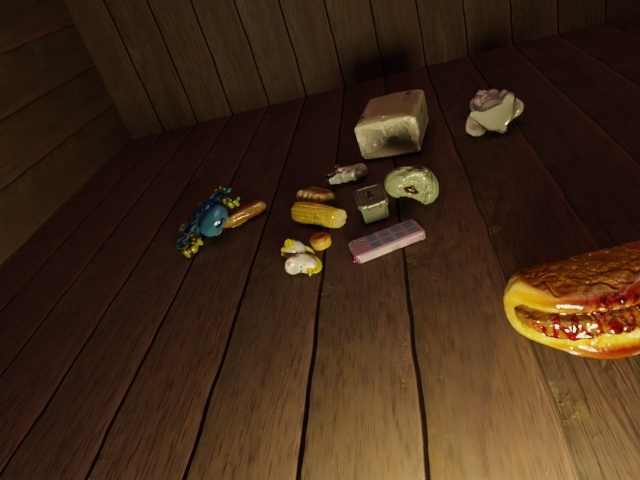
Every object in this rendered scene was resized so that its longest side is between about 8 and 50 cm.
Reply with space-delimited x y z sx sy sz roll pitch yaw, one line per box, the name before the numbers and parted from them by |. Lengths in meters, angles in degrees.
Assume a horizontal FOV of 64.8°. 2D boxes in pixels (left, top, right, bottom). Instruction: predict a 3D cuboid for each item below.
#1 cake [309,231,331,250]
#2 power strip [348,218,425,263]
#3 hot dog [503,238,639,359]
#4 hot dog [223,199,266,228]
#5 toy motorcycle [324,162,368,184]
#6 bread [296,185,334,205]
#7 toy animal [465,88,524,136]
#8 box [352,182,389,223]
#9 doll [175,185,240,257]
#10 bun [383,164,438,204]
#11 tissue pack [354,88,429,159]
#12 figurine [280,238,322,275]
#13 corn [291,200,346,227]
cake | 0.000 0.000 1.895 0.084 0.044 0.084 -14 29 8
power strip | 0.233 0.001 1.780 0.279 0.037 0.109 -21 32 -5
hot dog | 0.659 0.150 1.187 0.405 0.185 0.223 -15 30 6
hot dog | -0.350 -0.110 2.230 0.236 0.062 0.092 -27 24 -9
toy motorcycle | 0.132 -0.302 2.280 0.229 0.074 0.151 -20 25 -21
bread | -0.022 -0.177 2.137 0.119 0.084 0.177 -17 22 -40
toy animal | 0.798 -0.593 2.315 0.249 0.174 0.289 -10 31 36
box | 0.202 -0.141 1.968 0.124 0.092 0.172 -16 31 5
doll | -0.490 -0.080 2.180 0.346 0.099 0.341 -56 31 -11
bun | 0.355 -0.225 1.937 0.213 0.126 0.204 -2 28 -28
tissue pack | 0.355 -0.567 2.453 0.297 0.207 0.380 -6 33 21
figurine | -0.068 0.067 1.787 0.130 0.109 0.178 -2 31 -16
corn | -0.013 -0.106 2.021 0.244 0.093 0.093 10 41 38
